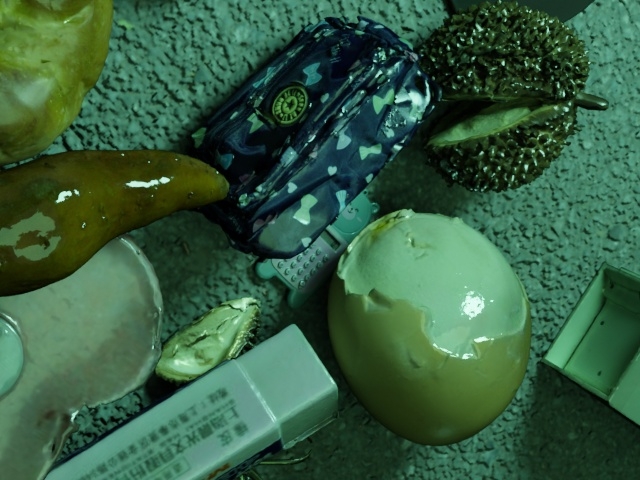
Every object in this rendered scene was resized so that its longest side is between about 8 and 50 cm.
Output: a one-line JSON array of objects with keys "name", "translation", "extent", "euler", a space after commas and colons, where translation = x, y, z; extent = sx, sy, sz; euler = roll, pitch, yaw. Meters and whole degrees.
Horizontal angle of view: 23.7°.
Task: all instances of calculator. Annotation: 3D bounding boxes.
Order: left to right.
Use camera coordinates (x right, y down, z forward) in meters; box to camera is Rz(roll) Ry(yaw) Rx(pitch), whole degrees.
[{"name": "calculator", "translation": [0.000, 0.000, 1.537], "extent": [0.141, 0.019, 0.094], "euler": [-48, 113, -5]}]

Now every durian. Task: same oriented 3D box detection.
[{"name": "durian", "translation": [-0.105, 0.109, 1.518], "extent": [0.130, 0.052, 0.066], "euler": [-34, 75, -15]}, {"name": "durian", "translation": [0.185, -0.138, 1.491], "extent": [0.196, 0.167, 0.196], "euler": [6, 127, 8]}]

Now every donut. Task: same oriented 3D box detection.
[{"name": "donut", "translation": [-0.341, -0.190, 1.259], "extent": [0.317, 0.150, 0.299], "euler": [42, 79, -18]}]

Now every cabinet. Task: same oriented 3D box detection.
[{"name": "cabinet", "translation": [0.382, 0.140, 1.661], "extent": [0.206, 0.145, 0.150], "euler": [34, 90, -26]}]

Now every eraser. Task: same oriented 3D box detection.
[{"name": "eraser", "translation": [-0.123, 0.198, 1.461], "extent": [0.287, 0.130, 0.086], "euler": [-31, 71, -10]}]

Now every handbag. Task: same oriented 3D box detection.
[{"name": "handbag", "translation": [-0.017, -0.105, 1.431], "extent": [0.260, 0.162, 0.113], "euler": [-46, 129, -6]}]

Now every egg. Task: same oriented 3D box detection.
[{"name": "egg", "translation": [0.109, 0.094, 1.509], "extent": [0.201, 0.201, 0.244], "euler": [-19, 125, -17]}]

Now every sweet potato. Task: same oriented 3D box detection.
[{"name": "sweet potato", "translation": [-0.242, -0.013, 1.277], "extent": [0.359, 0.112, 0.112], "euler": [-24, 111, -17]}]

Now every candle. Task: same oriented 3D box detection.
[{"name": "candle", "translation": [-0.320, 0.086, 1.372], "extent": [0.287, 0.131, 0.317], "euler": [42, 76, -19]}]

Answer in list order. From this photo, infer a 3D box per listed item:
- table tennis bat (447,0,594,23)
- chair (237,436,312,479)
[{"name": "table tennis bat", "translation": [0.255, -0.318, 1.560], "extent": [0.301, 0.022, 0.173], "euler": [-28, 111, -13]}, {"name": "chair", "translation": [-0.032, 0.356, 1.554], "extent": [0.160, 0.170, 0.325], "euler": [-23, 67, -11]}]
